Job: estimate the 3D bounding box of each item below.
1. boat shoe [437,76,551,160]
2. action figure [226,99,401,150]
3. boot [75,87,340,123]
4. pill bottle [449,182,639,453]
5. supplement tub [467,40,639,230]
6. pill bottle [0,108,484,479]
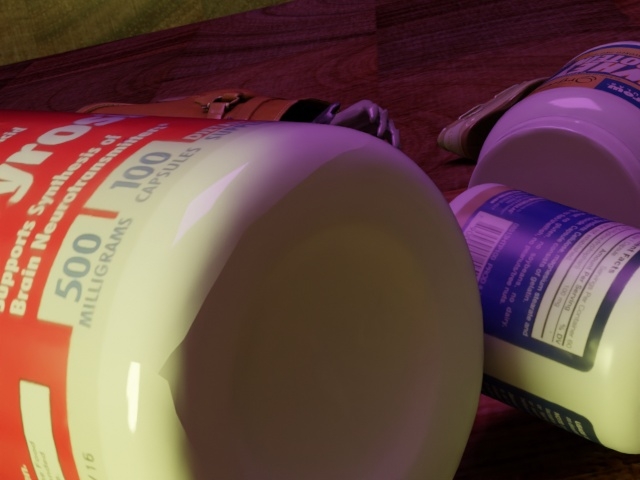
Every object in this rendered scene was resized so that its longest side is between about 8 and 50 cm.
[{"bbox_3d":[0.181,-0.121,1.541,0.153,0.056,0.048,-31,27,-30],"label":"boat shoe"},{"bbox_3d":[0.000,0.000,1.069,0.140,0.164,0.276,-16,20,1],"label":"action figure"},{"bbox_3d":[-0.130,-0.094,1.653,0.220,0.109,0.283,4,15,36],"label":"boot"},{"bbox_3d":[0.147,0.047,0.824,0.186,0.112,0.112,22,34,36],"label":"pill bottle"},{"bbox_3d":[0.192,-0.048,1.097,0.144,0.144,0.199,-5,17,28],"label":"supplement tub"},{"bbox_3d":[-0.134,0.044,0.853,0.407,0.229,0.229,6,24,44],"label":"pill bottle"}]
